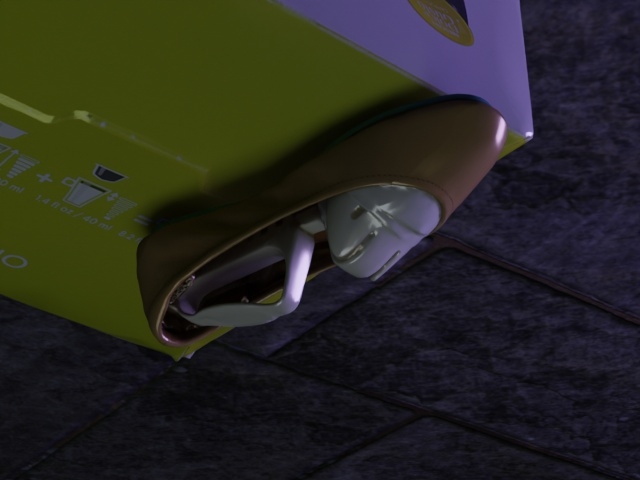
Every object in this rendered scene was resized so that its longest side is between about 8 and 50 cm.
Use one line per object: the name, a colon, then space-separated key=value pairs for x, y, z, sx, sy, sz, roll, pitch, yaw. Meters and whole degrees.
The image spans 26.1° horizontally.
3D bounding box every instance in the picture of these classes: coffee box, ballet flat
coffee box: x=-0.116 y=-0.174 z=0.834 sx=0.337 sy=0.334 sz=0.338 roll=24 pitch=141 yaw=-32
ballet flat: x=0.000 y=0.000 z=0.729 sx=0.232 sy=0.073 sz=0.080 roll=-24 pitch=141 yaw=30
